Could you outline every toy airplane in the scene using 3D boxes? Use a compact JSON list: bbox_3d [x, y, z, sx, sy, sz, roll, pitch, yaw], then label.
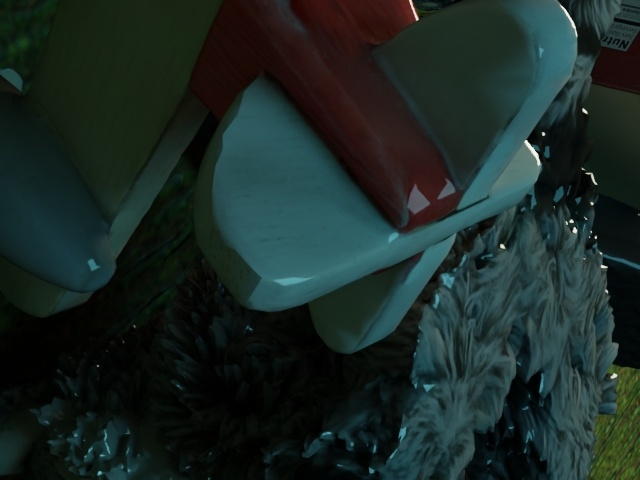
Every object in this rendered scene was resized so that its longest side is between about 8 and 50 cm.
[{"bbox_3d":[-0.076,-0.130,0.632,0.272,0.384,0.386,-1,99,-28],"label":"toy airplane"}]

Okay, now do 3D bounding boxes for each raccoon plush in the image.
[{"bbox_3d":[0.000,0.000,0.850,0.216,0.299,0.446,40,65,-49],"label":"raccoon plush"}]

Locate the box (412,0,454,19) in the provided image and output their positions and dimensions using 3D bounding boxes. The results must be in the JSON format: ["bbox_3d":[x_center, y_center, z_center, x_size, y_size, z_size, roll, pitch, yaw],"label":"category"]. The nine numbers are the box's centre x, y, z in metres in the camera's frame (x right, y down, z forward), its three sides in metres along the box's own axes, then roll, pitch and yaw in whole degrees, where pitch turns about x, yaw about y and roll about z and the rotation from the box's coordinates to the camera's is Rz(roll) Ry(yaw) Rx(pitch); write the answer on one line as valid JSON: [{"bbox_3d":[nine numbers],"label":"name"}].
[{"bbox_3d":[0.018,-0.153,0.921,0.233,0.159,0.044,13,83,-55],"label":"box"}]

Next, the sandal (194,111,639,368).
[{"bbox_3d":[0.100,-0.032,1.035,0.446,0.167,0.107,26,54,-33],"label":"sandal"}]

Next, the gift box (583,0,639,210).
[{"bbox_3d":[0.239,-0.145,1.151,0.276,0.255,0.258,-53,140,-16],"label":"gift box"}]
